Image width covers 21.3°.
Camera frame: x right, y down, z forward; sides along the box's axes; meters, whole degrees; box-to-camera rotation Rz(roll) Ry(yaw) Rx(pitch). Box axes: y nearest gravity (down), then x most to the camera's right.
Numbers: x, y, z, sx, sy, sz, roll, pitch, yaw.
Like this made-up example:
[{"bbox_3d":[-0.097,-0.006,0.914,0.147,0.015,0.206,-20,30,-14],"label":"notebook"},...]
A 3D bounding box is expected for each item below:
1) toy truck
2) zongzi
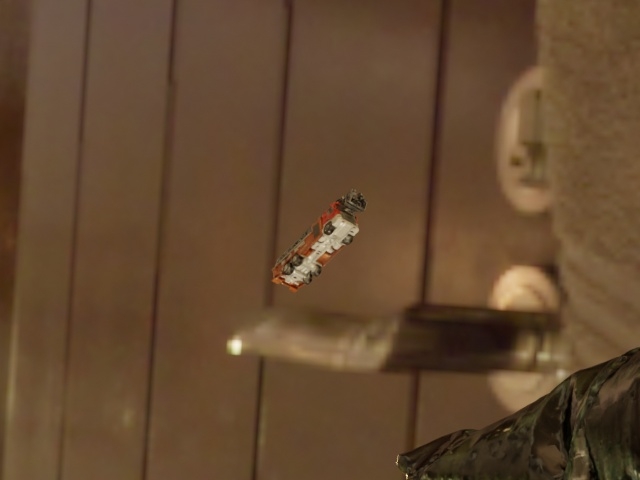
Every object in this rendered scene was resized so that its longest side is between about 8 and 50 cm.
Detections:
[{"bbox_3d":[0.000,0.000,1.143,0.024,0.083,0.032,29,-147,-26],"label":"toy truck"},{"bbox_3d":[0.287,0.150,1.056,0.384,0.319,0.362,25,150,-10],"label":"zongzi"}]
